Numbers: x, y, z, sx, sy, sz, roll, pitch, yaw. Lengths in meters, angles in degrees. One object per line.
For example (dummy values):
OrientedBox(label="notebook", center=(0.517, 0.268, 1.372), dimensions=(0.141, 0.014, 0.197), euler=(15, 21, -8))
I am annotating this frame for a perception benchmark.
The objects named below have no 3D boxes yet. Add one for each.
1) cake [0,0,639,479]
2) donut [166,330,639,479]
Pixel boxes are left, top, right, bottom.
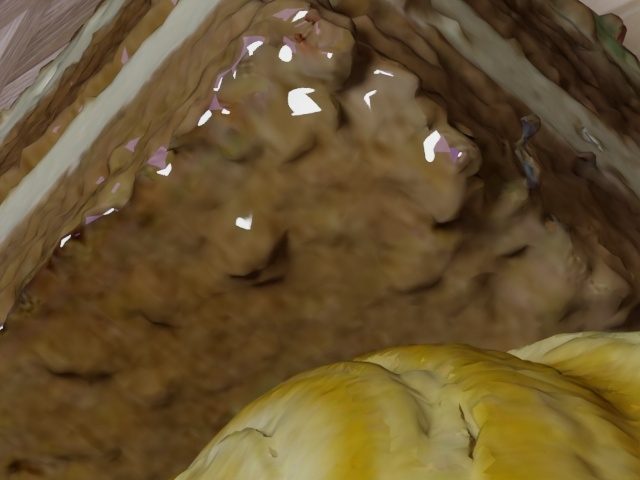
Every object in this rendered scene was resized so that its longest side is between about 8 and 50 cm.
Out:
OrientedBox(label="cake", center=(0.000, 0.000, 0.758), dimensions=(0.282, 0.255, 0.290), euler=(-44, 20, 23))
OrientedBox(label="donut", center=(-0.003, 0.222, 0.466), dimensions=(0.449, 0.198, 0.449), euler=(-55, 15, 23))
